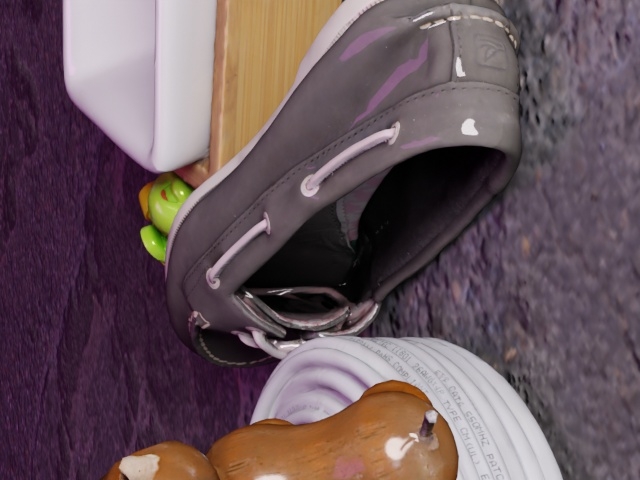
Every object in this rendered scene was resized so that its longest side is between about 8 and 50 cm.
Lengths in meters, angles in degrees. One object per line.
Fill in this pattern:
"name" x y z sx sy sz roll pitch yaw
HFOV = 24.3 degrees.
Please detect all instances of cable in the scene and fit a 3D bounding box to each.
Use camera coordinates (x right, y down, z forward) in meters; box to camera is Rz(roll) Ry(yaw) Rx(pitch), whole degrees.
"cable" 0.037 0.173 0.725 0.257 0.089 0.257 168 98 -65

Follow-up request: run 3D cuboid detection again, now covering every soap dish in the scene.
"soap dish" -0.069 -0.192 0.868 0.229 0.118 0.291 -142 53 -59

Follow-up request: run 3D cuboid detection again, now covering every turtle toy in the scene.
"turtle toy" -0.068 -0.004 0.920 0.066 0.130 0.095 -32 62 18

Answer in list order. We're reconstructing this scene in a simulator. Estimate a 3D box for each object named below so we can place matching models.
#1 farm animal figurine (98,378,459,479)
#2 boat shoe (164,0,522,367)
"farm animal figurine" 0.017 0.195 0.400 0.172 0.326 0.330 41 -119 -63
"boat shoe" 0.000 0.000 0.752 0.335 0.112 0.095 125 140 -50
